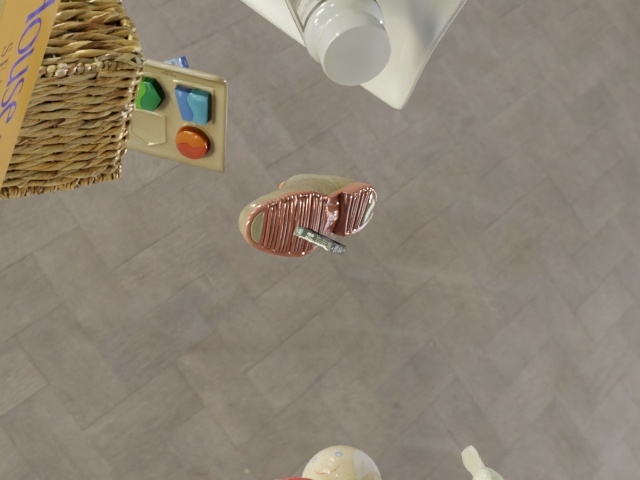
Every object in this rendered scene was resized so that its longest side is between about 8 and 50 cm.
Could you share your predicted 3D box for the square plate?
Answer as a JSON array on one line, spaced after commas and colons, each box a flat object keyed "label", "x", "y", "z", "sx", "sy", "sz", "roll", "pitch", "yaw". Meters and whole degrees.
[{"label": "square plate", "x": -0.010, "y": -0.307, "z": 0.867, "sx": 0.344, "sy": 0.347, "sz": 0.049, "roll": 37, "pitch": 76, "yaw": 2}]

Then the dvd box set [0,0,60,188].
[{"label": "dvd box set", "x": -0.245, "y": -0.140, "z": 0.302, "sx": 0.308, "sy": 0.420, "sz": 0.062, "roll": 29, "pitch": 37, "yaw": -6}]

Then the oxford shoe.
[{"label": "oxford shoe", "x": -0.048, "y": -0.062, "z": 1.733, "sx": 0.397, "sy": 0.146, "sz": 0.140, "roll": -11, "pitch": 121, "yaw": -53}]

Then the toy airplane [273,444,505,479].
[{"label": "toy airplane", "x": 0.038, "y": 0.342, "z": 0.831, "sx": 0.386, "sy": 0.384, "sz": 0.272, "roll": 11, "pitch": 48, "yaw": -13}]

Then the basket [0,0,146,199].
[{"label": "basket", "x": -0.378, "y": -0.187, "z": 0.950, "sx": 0.299, "sy": 0.223, "sz": 0.213, "roll": -15, "pitch": 64, "yaw": -30}]

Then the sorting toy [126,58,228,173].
[{"label": "sorting toy", "x": -0.319, "y": -0.235, "z": 1.524, "sx": 0.307, "sy": 0.229, "sz": 0.041, "roll": 15, "pitch": 47, "yaw": 7}]

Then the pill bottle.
[{"label": "pill bottle", "x": 0.015, "y": -0.212, "z": 0.789, "sx": 0.078, "sy": 0.078, "sz": 0.137, "roll": 6, "pitch": 44, "yaw": -29}]

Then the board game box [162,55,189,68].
[{"label": "board game box", "x": -0.309, "y": -0.332, "z": 1.760, "sx": 0.020, "sy": 0.090, "sz": 0.090, "roll": -30, "pitch": 108, "yaw": -56}]

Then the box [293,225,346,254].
[{"label": "box", "x": 0.000, "y": 0.000, "z": 1.522, "sx": 0.083, "sy": 0.067, "sz": 0.018, "roll": 26, "pitch": 94, "yaw": 18}]
